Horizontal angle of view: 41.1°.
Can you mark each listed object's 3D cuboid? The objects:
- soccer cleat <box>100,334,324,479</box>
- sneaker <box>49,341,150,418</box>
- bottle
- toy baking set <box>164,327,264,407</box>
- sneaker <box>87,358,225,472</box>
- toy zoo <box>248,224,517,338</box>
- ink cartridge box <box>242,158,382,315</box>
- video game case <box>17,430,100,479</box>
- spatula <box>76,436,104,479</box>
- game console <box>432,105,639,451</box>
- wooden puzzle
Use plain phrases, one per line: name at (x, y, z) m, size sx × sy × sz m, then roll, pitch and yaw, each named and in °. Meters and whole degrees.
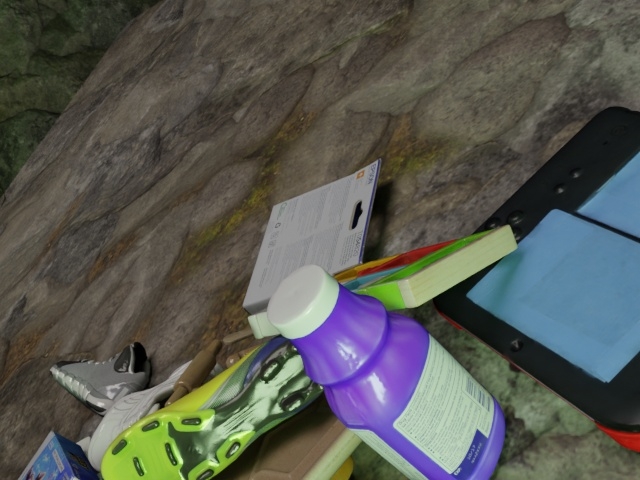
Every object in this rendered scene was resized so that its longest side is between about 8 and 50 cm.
soccer cleat at (-0.108, 0.195, 0.963) m, size 0.289 × 0.093 × 0.121 m, roll -31°, pitch 2°, yaw -4°
sneaker at (-0.355, 0.220, 1.435) m, size 0.228 × 0.086 × 0.132 m, roll 17°, pitch 61°, yaw 47°
bottle at (0.065, 0.131, 0.802) m, size 0.092 × 0.283 × 0.118 m, roll -9°, pitch 46°, yaw 46°
toy baking set at (-0.087, 0.161, 1.128) m, size 0.196 × 0.030 × 0.256 m, roll -9°, pitch 20°, yaw 16°
sneaker at (-0.238, 0.249, 1.183) m, size 0.232 × 0.090 × 0.115 m, roll -38°, pitch 3°, yaw 7°
toy zoo at (0.051, 0.052, 0.964) m, size 0.192 × 0.030 × 0.293 m, roll -23°, pitch 4°, yaw -43°
ink cartridge box at (0.000, 0.000, 1.289) m, size 0.224 × 0.045 × 0.223 m, roll -21°, pitch 37°, yaw 34°
video game case at (-0.411, 0.413, 1.197) m, size 0.244 × 0.061 × 0.269 m, roll -58°, pitch 20°, yaw -12°
spatula at (-0.335, 0.353, 1.293) m, size 0.242 × 0.019 × 0.168 m, roll -30°, pitch 32°, yaw 25°
game console at (0.315, 0.009, 0.870) m, size 0.342 × 0.060 × 0.386 m, roll -47°, pitch 30°, yaw -3°
wooden puzzle at (-0.104, 0.289, 0.959) m, size 0.347 × 0.081 × 0.322 m, roll -14°, pitch 22°, yaw 49°
